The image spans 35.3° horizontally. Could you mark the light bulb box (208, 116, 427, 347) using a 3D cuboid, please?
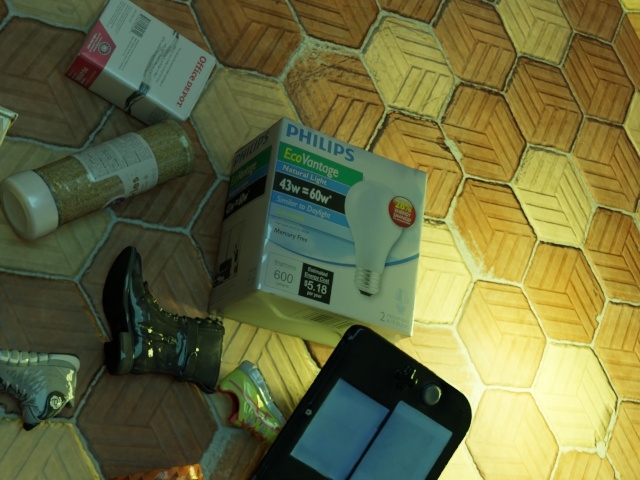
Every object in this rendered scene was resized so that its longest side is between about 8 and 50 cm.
[{"bbox_3d":[0.000,0.000,2.010,0.358,0.225,0.360,18,66,-26],"label":"light bulb box"}]

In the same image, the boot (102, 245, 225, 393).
[{"bbox_3d":[-0.284,0.151,1.877,0.229,0.091,0.262,9,74,-35],"label":"boot"}]

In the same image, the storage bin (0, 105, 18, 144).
[{"bbox_3d":[-0.665,-0.165,1.621,0.260,0.262,0.123,25,65,-24],"label":"storage bin"}]

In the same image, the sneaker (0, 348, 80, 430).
[{"bbox_3d":[-0.514,0.253,1.688,0.229,0.086,0.132,6,73,-32],"label":"sneaker"}]

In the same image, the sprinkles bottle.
[{"bbox_3d":[-0.405,-0.118,1.855,0.355,0.121,0.121,-28,90,-36],"label":"sprinkles bottle"}]

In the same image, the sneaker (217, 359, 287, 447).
[{"bbox_3d":[-0.127,0.339,1.915,0.094,0.081,0.208,-29,86,-27],"label":"sneaker"}]

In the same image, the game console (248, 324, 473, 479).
[{"bbox_3d":[0.089,0.397,1.928,0.342,0.060,0.386,36,84,-27],"label":"game console"}]

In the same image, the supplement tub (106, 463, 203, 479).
[{"bbox_3d":[-0.257,0.554,1.674,0.207,0.207,0.337,-2,75,-33],"label":"supplement tub"}]

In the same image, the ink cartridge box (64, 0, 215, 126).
[{"bbox_3d":[-0.351,-0.343,1.977,0.237,0.100,0.171,32,60,-19],"label":"ink cartridge box"}]
